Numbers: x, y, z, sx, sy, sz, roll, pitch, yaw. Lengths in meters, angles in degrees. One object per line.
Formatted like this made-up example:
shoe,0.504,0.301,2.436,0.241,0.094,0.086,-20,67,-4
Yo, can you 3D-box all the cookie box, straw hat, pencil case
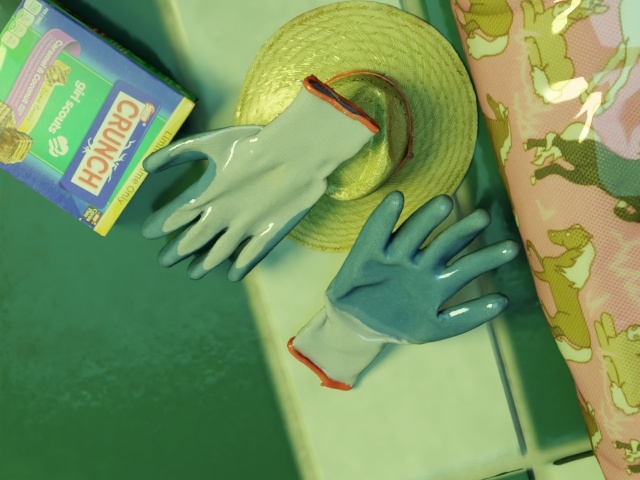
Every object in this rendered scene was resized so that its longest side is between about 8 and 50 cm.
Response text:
cookie box,-0.135,-0.070,0.900,0.107,0.040,0.092,34,99,-7
straw hat,0.018,-0.055,0.892,0.145,0.061,0.144,0,102,1
pencil case,0.193,0.007,0.855,0.167,0.160,0.386,-17,101,8

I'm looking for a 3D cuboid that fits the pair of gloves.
pair of gloves,0.000,0.000,0.883,0.198,0.023,0.159,37,126,-17
